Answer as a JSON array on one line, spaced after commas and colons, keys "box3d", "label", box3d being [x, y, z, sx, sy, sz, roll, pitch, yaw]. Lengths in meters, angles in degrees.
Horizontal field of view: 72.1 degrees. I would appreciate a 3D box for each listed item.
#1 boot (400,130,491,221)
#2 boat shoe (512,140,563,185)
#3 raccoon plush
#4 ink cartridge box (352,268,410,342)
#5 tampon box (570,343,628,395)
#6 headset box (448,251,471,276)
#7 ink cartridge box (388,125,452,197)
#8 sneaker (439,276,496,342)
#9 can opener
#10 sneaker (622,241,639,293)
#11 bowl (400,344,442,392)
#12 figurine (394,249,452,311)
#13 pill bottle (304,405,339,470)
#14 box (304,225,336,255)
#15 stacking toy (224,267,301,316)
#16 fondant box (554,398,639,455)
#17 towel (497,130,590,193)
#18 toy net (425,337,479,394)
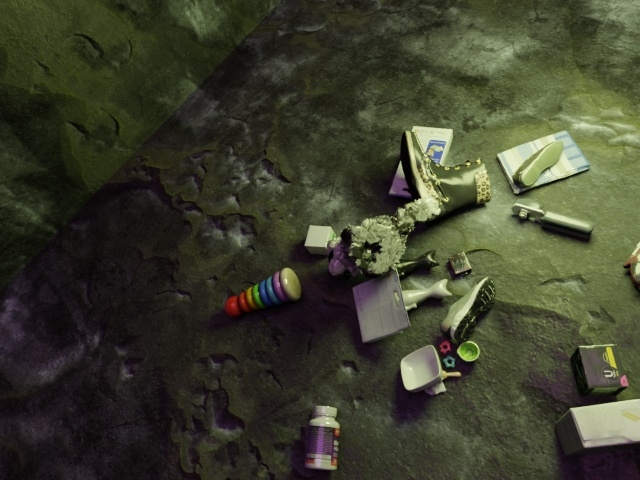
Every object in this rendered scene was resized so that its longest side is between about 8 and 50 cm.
[{"box3d": [0.487, -0.277, 1.737, 0.285, 0.138, 0.377, -13, 74, -4], "label": "boot"}, {"box3d": [0.826, -0.301, 1.671, 0.228, 0.081, 0.069, -42, 27, -7], "label": "boat shoe"}, {"box3d": [0.225, 0.009, 1.684, 0.447, 0.299, 0.216, -21, 91, -12], "label": "raccoon plush"}, {"box3d": [0.227, 0.241, 1.605, 0.224, 0.045, 0.223, -30, 58, 40], "label": "ink cartridge box"}, {"box3d": [0.817, 0.386, 1.295, 0.102, 0.161, 0.120, -8, 61, 17], "label": "tampon box"}, {"box3d": [0.524, 0.093, 1.646, 0.062, 0.032, 0.083, -20, 56, 10], "label": "headset box"}, {"box3d": [0.435, -0.326, 1.889, 0.176, 0.069, 0.370, 13, 66, 25], "label": "ink cartridge box"}, {"box3d": [0.516, 0.227, 1.541, 0.271, 0.100, 0.108, -47, 26, -16], "label": "sneaker"}, {"box3d": [0.838, -0.089, 1.596, 0.281, 0.074, 0.093, 26, 74, 30], "label": "can opener"}, {"box3d": [1.093, 0.130, 1.372, 0.162, 0.106, 0.281, -45, 46, 0], "label": "sneaker"}, {"box3d": [0.347, 0.441, 1.485, 0.142, 0.053, 0.142, -33, 28, 22], "label": "bowl"}, {"box3d": [0.365, 0.151, 1.650, 0.210, 0.092, 0.214, -19, 59, 6], "label": "figurine"}, {"box3d": [0.009, 0.669, 1.492, 0.108, 0.108, 0.193, -4, 62, 20], "label": "pill bottle"}, {"box3d": [0.000, 0.000, 1.869, 0.102, 0.087, 0.101, 4, 65, 23], "label": "box"}, {"box3d": [-0.252, 0.232, 1.831, 0.331, 0.141, 0.141, -22, 57, 16], "label": "stacking toy"}, {"box3d": [0.774, 0.494, 1.153, 0.239, 0.330, 0.096, -14, 59, 13], "label": "fondant box"}, {"box3d": [0.868, -0.309, 1.728, 0.285, 0.034, 0.209, -19, 58, 10], "label": "towel"}, {"box3d": [0.428, 0.421, 1.499, 0.232, 0.045, 0.122, -43, 57, -5], "label": "toy net"}]
